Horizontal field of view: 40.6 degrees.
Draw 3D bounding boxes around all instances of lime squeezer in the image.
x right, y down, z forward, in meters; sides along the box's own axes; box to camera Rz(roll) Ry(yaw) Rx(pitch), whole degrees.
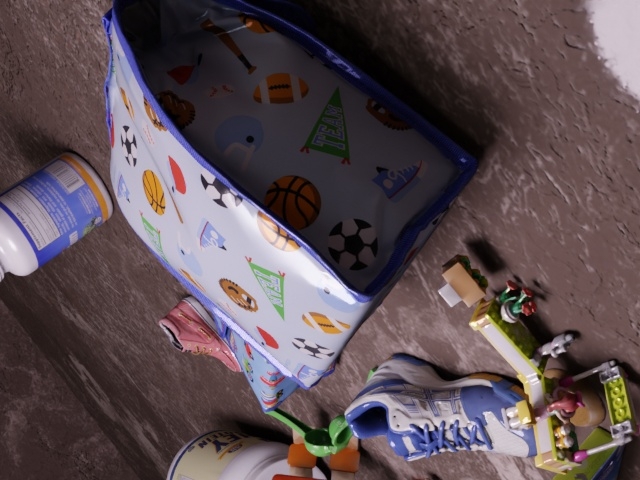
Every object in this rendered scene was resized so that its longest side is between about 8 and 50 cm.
[{"bbox_3d":[0.017,0.283,1.375,0.310,0.059,0.110,-29,66,50],"label":"lime squeezer"}]

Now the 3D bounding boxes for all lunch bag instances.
[{"bbox_3d":[-0.072,-0.070,0.942,0.385,0.239,0.328,37,152,8],"label":"lunch bag"},{"bbox_3d":[-0.103,0.070,1.291,0.293,0.138,0.221,50,155,25],"label":"lunch bag"}]

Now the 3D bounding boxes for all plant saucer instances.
[{"bbox_3d":[0.279,0.181,0.975,0.083,0.015,0.083,35,148,25],"label":"plant saucer"}]

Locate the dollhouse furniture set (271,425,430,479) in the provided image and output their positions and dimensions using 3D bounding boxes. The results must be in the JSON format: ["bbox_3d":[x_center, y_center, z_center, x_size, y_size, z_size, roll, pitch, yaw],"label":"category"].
[{"bbox_3d":[0.042,0.425,1.381,0.259,0.262,0.135,4,136,7],"label":"dollhouse furniture set"}]

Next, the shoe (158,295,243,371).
[{"bbox_3d":[-0.219,0.193,1.612,0.178,0.081,0.063,49,151,1],"label":"shoe"}]

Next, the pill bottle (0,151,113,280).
[{"bbox_3d":[-0.529,-0.032,1.578,0.152,0.272,0.152,35,148,25],"label":"pill bottle"}]

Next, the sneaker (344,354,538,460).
[{"bbox_3d":[0.157,0.237,1.094,0.296,0.131,0.112,2,125,52],"label":"sneaker"}]

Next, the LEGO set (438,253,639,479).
[{"bbox_3d":[0.235,0.129,0.892,0.107,0.132,0.287,-35,66,41],"label":"LEGO set"}]

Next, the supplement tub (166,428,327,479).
[{"bbox_3d":[-0.145,0.511,1.727,0.325,0.235,0.235,-6,119,56],"label":"supplement tub"}]

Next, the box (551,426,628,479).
[{"bbox_3d":[0.296,0.294,0.987,0.042,0.109,0.178,30,146,33],"label":"box"}]
